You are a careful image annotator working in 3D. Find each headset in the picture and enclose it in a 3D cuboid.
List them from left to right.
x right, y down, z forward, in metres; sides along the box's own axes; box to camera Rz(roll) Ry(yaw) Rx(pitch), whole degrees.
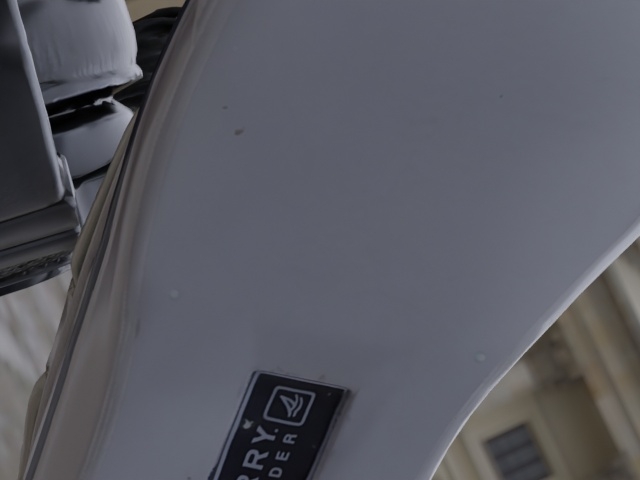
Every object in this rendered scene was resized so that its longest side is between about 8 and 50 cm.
[{"bbox_3d":[-0.107,-0.097,0.636,0.394,0.185,0.243,109,-37,-74],"label":"headset"}]

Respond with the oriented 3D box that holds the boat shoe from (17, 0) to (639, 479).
[{"bbox_3d":[0.000,0.000,0.389,0.088,0.096,0.267,-107,-146,-57],"label":"boat shoe"}]
